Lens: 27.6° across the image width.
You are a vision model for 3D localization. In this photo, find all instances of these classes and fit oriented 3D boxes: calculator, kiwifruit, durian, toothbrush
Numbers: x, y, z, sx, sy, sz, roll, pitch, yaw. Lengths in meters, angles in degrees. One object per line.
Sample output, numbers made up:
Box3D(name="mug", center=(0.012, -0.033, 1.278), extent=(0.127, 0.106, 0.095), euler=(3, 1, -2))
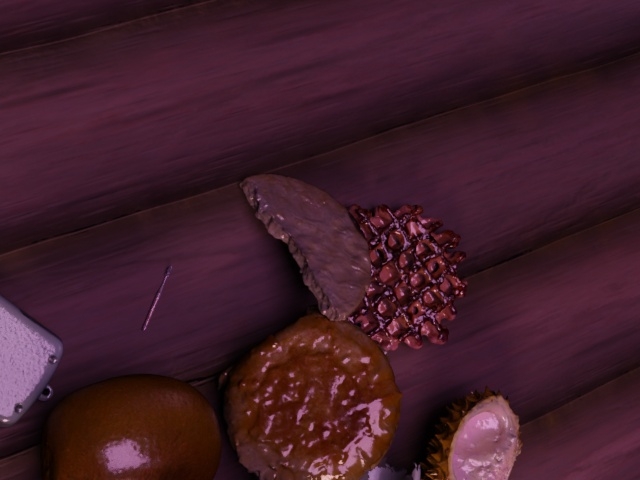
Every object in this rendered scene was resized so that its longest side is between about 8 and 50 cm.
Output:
Box3D(name="calculator", center=(-0.436, 0.130, 1.642), extent=(0.246, 0.045, 0.141), euler=(39, 71, -21))
Box3D(name="kiwifruit", center=(-0.236, 0.266, 1.660), extent=(0.234, 0.196, 0.196), euler=(-3, 88, -34))
Box3D(name="durian", center=(0.209, 0.335, 1.920), extent=(0.183, 0.138, 0.249), euler=(36, 64, -23))
Box3D(name="toothbrush", center=(-0.222, 0.078, 1.779), extent=(0.006, 0.008, 0.097), euler=(24, 77, -11))

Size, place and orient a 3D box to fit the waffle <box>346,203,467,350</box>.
Box3D(name="waffle", center=(0.115, 0.055, 1.936), extent=(0.234, 0.055, 0.221), euler=(8, 85, -22))

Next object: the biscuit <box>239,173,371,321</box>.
Box3D(name="biscuit", center=(0.000, -0.004, 1.838), extent=(0.133, 0.032, 0.250), euler=(-21, 67, -37))

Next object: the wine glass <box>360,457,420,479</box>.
Box3D(name="wine glass", center=(0.044, 0.451, 1.830), extent=(0.143, 0.143, 0.321), euler=(23, 74, -25))

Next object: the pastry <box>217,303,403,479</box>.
Box3D(name="pastry", center=(-0.010, 0.228, 1.792), extent=(0.257, 0.121, 0.235), euler=(-35, 79, -11))
